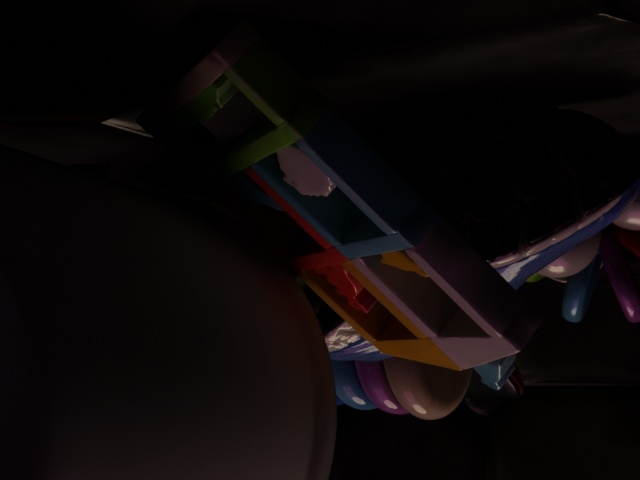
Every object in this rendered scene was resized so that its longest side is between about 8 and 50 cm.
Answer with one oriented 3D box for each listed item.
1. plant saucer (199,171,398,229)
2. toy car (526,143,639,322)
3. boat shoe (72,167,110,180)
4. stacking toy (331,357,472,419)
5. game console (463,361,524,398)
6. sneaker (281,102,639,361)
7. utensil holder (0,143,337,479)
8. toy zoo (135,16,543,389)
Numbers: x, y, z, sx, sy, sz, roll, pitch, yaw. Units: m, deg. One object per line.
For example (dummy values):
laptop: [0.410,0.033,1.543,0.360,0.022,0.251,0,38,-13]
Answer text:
plant saucer: [0.000,0.000,1.133,0.400,0.100,0.400,-1,165,0]
toy car: [0.269,0.005,1.005,0.182,0.136,0.159,-31,167,12]
boat shoe: [-0.255,-0.048,1.098,0.133,0.049,0.042,-15,-161,35]
stacking toy: [-0.020,0.109,1.117,0.330,0.141,0.141,-6,172,34]
game console: [0.031,0.100,1.447,0.386,0.060,0.342,-8,128,43]
sneaker: [0.111,0.006,0.882,0.330,0.130,0.147,-29,146,35]
utensil holder: [-0.194,0.103,0.658,0.327,0.327,0.385,-2,172,16]
toy zoo: [0.018,-0.003,0.714,0.293,0.030,0.192,44,161,-13]
